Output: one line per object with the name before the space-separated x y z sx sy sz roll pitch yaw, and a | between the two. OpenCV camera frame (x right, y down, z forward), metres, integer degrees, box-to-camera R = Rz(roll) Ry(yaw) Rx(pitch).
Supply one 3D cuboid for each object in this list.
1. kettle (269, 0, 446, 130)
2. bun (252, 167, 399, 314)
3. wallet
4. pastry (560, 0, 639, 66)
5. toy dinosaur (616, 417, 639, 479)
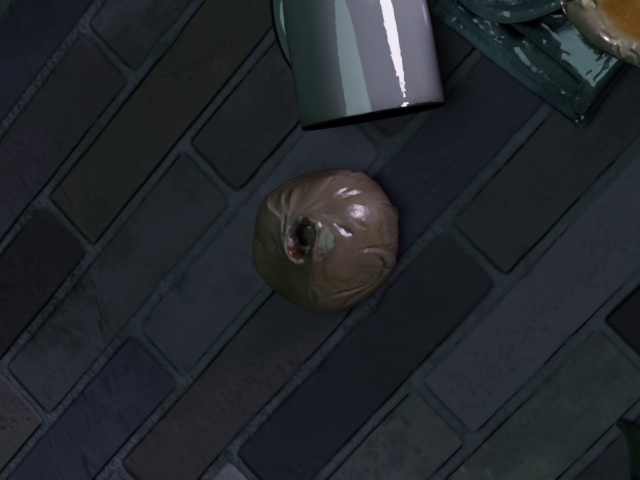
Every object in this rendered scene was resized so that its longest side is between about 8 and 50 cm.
kettle | 0.021 -0.247 1.722 0.221 0.161 0.236 -8 93 55
bun | 0.000 0.000 1.769 0.166 0.113 0.173 26 107 18
wallet | 0.283 -0.321 1.639 0.237 0.075 0.342 42 110 16
pastry | 0.324 -0.257 1.551 0.165 0.088 0.166 3 107 10
toy dinosaur | 0.385 0.335 1.665 0.120 0.079 0.292 -7 90 22
